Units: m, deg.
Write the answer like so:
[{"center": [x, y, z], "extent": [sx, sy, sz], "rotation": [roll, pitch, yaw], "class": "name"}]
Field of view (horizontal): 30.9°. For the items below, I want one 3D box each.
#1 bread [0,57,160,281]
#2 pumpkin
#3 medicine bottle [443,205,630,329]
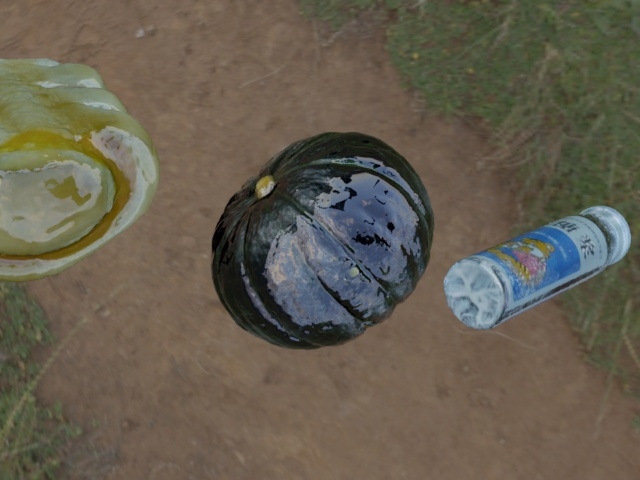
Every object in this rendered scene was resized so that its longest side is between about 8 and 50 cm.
[{"center": [-0.366, -0.080, 1.425], "extent": [0.300, 0.341, 0.210], "rotation": [-15, 126, -33], "class": "bread"}, {"center": [0.000, 0.000, 1.068], "extent": [0.162, 0.220, 0.220], "rotation": [44, 82, -20], "class": "pumpkin"}, {"center": [0.158, 0.016, 0.820], "extent": [0.191, 0.051, 0.051], "rotation": [-18, 105, -50], "class": "medicine bottle"}]
